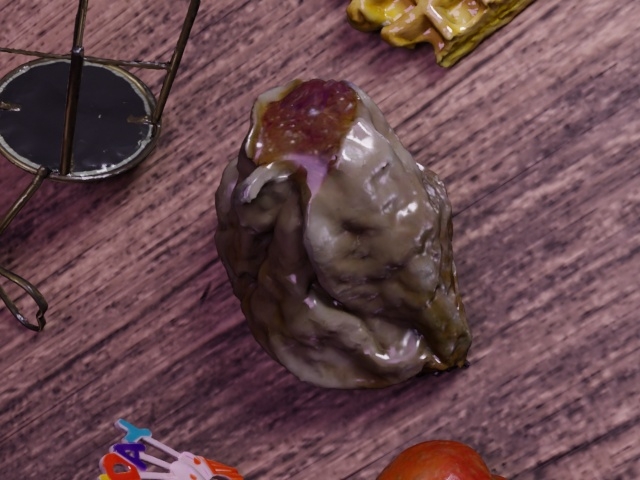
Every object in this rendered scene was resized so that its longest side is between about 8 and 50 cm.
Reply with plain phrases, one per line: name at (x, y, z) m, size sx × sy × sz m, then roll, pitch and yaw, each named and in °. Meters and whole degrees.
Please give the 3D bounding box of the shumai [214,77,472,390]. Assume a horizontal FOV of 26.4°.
shumai at (-0.004, 0.000, 0.984) m, size 0.184 × 0.185 × 0.218 m, roll -19°, pitch 74°, yaw 21°

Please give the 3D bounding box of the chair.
chair at (-0.215, -0.099, 1.129) m, size 0.160 × 0.170 × 0.326 m, roll 41°, pitch 142°, yaw 20°

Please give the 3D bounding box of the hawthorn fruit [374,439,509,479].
hawthorn fruit at (0.087, 0.203, 0.955) m, size 0.128 × 0.128 × 0.128 m, roll -4°, pitch 80°, yaw 24°

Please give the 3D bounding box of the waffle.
waffle at (0.100, -0.237, 1.049) m, size 0.211 × 0.055 × 0.160 m, roll -38°, pitch 69°, yaw 15°

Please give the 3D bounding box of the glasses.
glasses at (-0.108, 0.257, 1.005) m, size 0.095 × 0.162 × 0.255 m, roll -30°, pitch 70°, yaw 21°
